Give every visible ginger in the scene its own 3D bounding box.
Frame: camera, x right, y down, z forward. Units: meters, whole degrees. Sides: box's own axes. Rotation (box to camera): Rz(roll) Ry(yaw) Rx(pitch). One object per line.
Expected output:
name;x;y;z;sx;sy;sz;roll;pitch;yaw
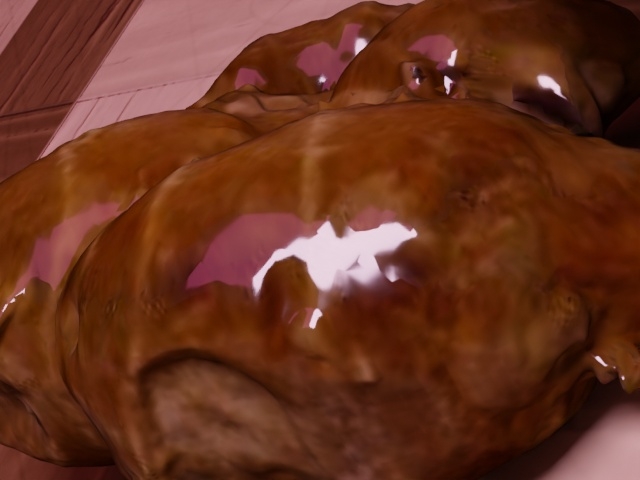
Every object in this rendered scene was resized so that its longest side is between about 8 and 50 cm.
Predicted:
ginger;0.005;0.004;0.786;0.274;0.152;0.357;-37;24;-28
